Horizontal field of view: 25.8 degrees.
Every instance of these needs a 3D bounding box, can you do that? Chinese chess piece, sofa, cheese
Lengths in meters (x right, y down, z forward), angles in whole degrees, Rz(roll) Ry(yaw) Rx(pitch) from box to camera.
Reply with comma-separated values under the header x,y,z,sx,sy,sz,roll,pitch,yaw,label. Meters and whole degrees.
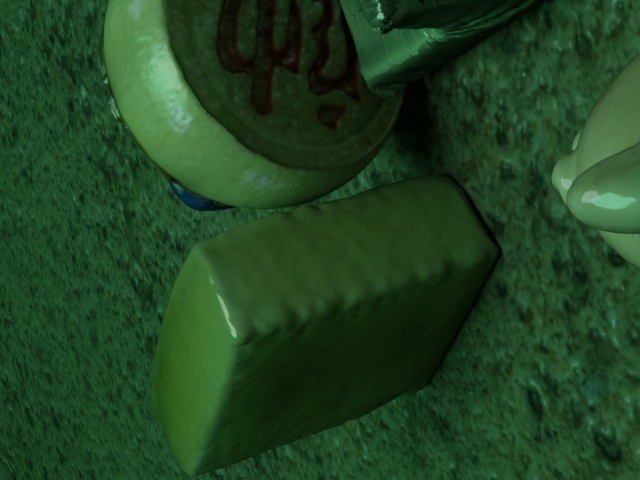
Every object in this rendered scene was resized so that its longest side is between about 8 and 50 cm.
x,y,z,sx,sy,sz,roll,pitch,yaw,label
-0.054,-0.160,1.200,0.112,0.270,0.270,-24,83,52,Chinese chess piece
0.043,-0.231,1.089,0.225,0.176,0.210,-23,84,61,sofa
-0.005,0.074,1.239,0.124,0.265,0.242,55,146,31,cheese

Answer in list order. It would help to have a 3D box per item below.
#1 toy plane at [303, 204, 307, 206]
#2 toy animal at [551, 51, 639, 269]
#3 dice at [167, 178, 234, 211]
x,y,z,sx,sy,sz,roll,pitch,yaw,label
0.003,0.000,1.441,0.078,0.024,0.084,-48,56,58,toy plane
0.262,-0.131,0.630,0.277,0.345,0.247,-89,-13,-62,toy animal
-0.080,-0.116,1.399,0.146,0.146,0.143,-34,72,60,dice
